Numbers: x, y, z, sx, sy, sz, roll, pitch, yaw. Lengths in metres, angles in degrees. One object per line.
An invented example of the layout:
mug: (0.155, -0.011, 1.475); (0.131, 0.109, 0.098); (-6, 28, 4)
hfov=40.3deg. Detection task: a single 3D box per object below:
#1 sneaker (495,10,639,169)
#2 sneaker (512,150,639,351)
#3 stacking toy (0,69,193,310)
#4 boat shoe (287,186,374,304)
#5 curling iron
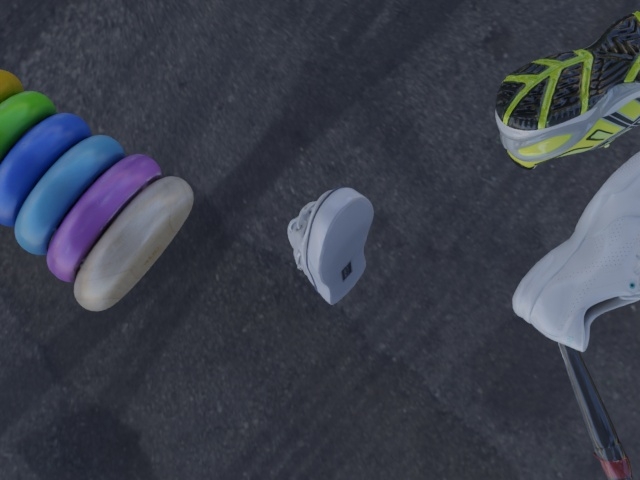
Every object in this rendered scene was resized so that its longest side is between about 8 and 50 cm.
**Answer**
sneaker: (0.435, -0.223, 1.281); (0.384, 0.145, 0.147); (-17, 148, -1)
sneaker: (0.280, 0.010, 0.810); (0.212, 0.094, 0.080); (-51, 148, 0)
stacking toy: (-0.277, -0.089, 0.763); (0.330, 0.141, 0.141); (38, 100, -1)
boat shoe: (0.000, 0.000, 1.014); (0.084, 0.258, 0.095); (40, 70, 16)
curling iron: (0.320, 0.235, 0.946); (0.035, 0.068, 0.274); (-32, 80, 35)
